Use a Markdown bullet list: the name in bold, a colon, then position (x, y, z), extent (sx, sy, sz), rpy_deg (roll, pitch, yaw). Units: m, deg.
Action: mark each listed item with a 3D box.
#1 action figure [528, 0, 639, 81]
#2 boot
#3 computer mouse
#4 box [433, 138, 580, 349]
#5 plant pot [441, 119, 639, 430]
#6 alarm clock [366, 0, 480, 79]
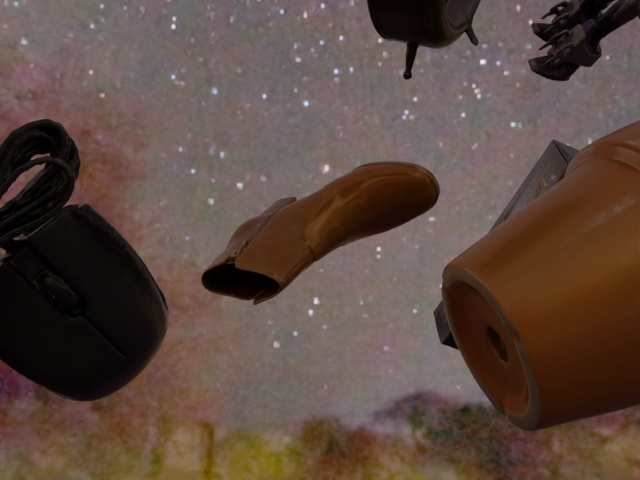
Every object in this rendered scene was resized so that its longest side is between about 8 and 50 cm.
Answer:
- **action figure**: position (0.381, -0.309, 0.972), extent (0.099, 0.185, 0.285), rpy_deg (15, -34, -27)
- **boot**: position (-0.001, -0.001, 1.054), extent (0.295, 0.211, 0.104), rpy_deg (-11, -64, 32)
- **computer mouse**: position (-0.181, 0.055, 0.572), extent (0.072, 0.188, 0.272), rpy_deg (35, -12, 24)
- **box**: position (0.250, 0.034, 0.801), extent (0.183, 0.056, 0.231), rpy_deg (20, -59, -17)
- **plant pot**: position (0.198, 0.038, 0.573), extent (0.188, 0.205, 0.205), rpy_deg (-23, -15, -10)
- **alarm clock**: position (0.082, -0.221, 0.578), extent (0.064, 0.129, 0.192), rpy_deg (16, -32, 27)
